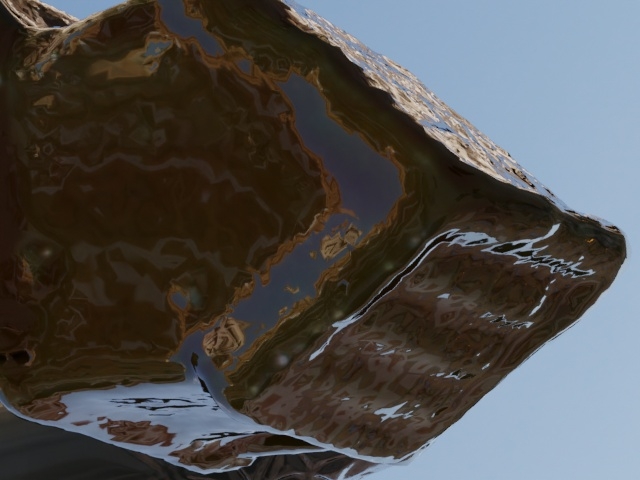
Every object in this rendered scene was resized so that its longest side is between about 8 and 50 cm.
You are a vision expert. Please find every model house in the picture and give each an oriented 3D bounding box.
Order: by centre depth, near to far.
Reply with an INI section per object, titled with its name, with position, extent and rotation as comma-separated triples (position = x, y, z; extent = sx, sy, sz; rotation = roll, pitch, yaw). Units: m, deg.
[model house]
position = 0.006, -0.003, 0.687
extent = 0.268, 0.239, 0.173
rotation = 21, -112, -53

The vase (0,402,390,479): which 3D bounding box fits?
[vase]
position = -0.088, 0.109, 1.031
extent = 0.156, 0.301, 0.251
rotation = 65, -152, -12
